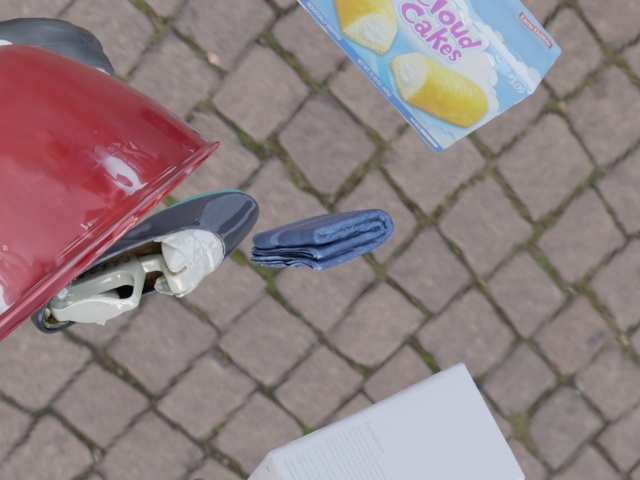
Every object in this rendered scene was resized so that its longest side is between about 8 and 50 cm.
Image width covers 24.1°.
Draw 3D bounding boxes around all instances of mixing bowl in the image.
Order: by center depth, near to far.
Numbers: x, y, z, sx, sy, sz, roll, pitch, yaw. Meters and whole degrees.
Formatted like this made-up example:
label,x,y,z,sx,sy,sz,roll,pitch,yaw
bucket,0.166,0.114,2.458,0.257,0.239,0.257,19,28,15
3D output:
label,x,y,z,sx,sy,sz,roll,pitch,yaw
mixing bowl,-0.141,-0.018,0.633,0.181,0.181,0.098,-41,95,-3

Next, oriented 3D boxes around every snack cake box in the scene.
label,x,y,z,sx,sy,sz,roll,pitch,yaw
snack cake box,0.097,-0.236,1.525,0.264,0.152,0.089,47,48,-10

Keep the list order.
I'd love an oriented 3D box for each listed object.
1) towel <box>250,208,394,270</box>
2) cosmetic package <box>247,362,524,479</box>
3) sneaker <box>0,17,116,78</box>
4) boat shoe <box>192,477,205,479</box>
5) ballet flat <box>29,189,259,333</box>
label,x,y,z,sx,sy,sz,roll,pitch,yaw
towel,0.000,0.000,1.037,0.067,0.119,0.029,-18,95,-22
cosmetic package,0.053,0.255,1.523,0.224,0.224,0.138,-24,75,-21
sneaker,-0.232,0.102,0.833,0.447,0.257,0.169,-43,163,11
boat shoe,-0.104,0.241,1.135,0.083,0.183,0.065,-10,121,-14
ballet flat,-0.137,0.023,1.163,0.203,0.074,0.074,-19,116,-7
